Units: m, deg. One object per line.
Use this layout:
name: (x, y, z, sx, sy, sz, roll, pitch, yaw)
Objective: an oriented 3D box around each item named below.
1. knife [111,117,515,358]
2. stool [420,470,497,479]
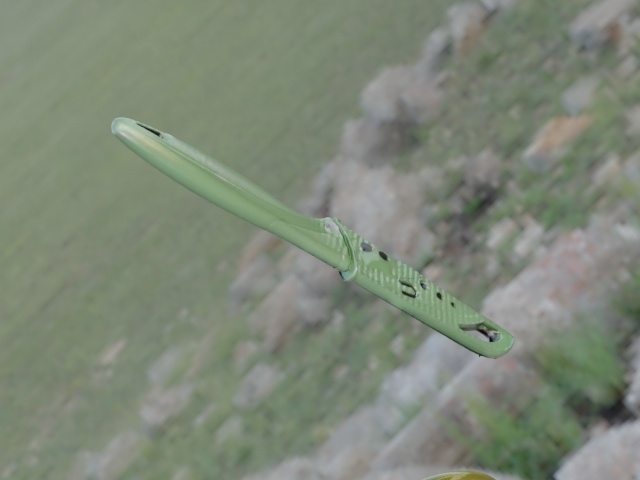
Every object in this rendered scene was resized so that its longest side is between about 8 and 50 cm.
knife: (0.001, -0.001, 1.112, 0.020, 0.293, 0.043, -47, 23, 31)
stool: (0.084, 0.215, 1.136, 0.134, 0.135, 0.110, -36, 53, 7)
